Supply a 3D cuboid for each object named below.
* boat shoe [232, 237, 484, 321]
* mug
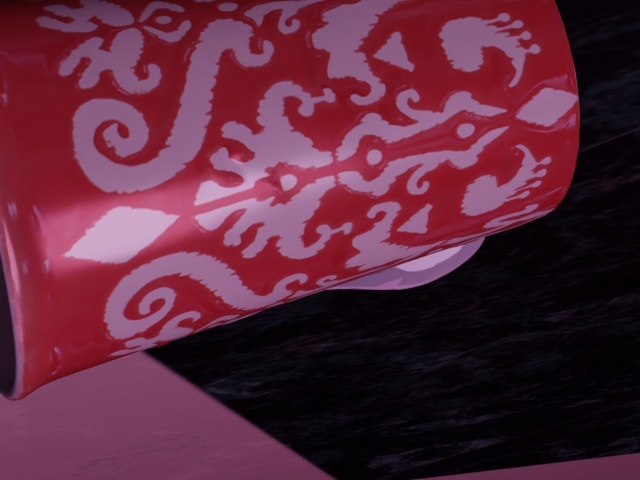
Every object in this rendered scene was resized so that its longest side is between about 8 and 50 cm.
[{"bbox_3d":[0.000,0.000,0.818,0.142,0.049,0.040,-13,-162,1],"label":"boat shoe"},{"bbox_3d":[-0.029,-0.043,0.551,0.169,0.150,0.113,-15,136,-18],"label":"mug"}]
